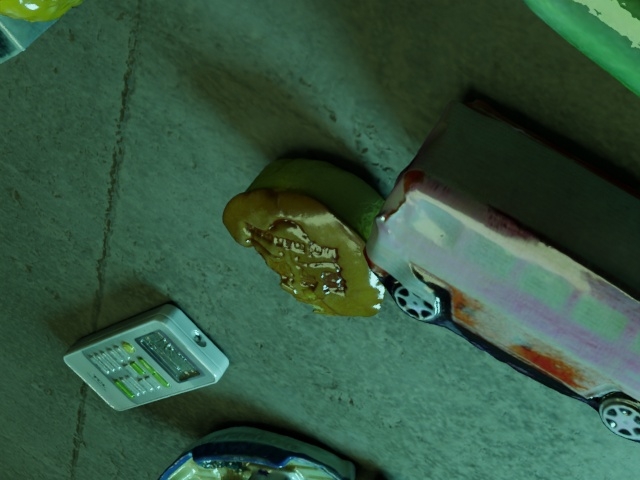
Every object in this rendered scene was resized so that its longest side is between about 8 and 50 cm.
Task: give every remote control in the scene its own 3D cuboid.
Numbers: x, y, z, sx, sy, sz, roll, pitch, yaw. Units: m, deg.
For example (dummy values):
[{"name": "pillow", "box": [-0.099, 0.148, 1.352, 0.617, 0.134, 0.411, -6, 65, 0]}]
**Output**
[{"name": "remote control", "box": [-0.202, 0.136, 1.566, 0.103, 0.034, 0.250, 48, 144, -16]}]

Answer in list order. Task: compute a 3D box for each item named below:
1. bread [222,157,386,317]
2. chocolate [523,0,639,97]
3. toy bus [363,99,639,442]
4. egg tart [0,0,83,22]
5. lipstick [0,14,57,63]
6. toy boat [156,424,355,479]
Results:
[{"name": "bread", "box": [0.004, -0.004, 1.168, 0.156, 0.086, 0.125, 45, 144, -14]}, {"name": "chocolate", "box": [0.186, -0.150, 0.828, 0.291, 0.110, 0.110, 37, 146, 4]}, {"name": "toy bus", "box": [0.184, 0.029, 1.012, 0.303, 0.127, 0.147, 30, 142, 10]}, {"name": "egg tart", "box": [-0.256, -0.231, 0.968, 0.319, 0.128, 0.319, 16, -177, -1]}, {"name": "lipstick", "box": [-0.333, -0.282, 1.144, 0.289, 0.076, 0.077, 52, 149, -18]}, {"name": "toy boat", "box": [-0.079, 0.281, 1.557, 0.262, 0.115, 0.114, 3, 134, 40]}]
